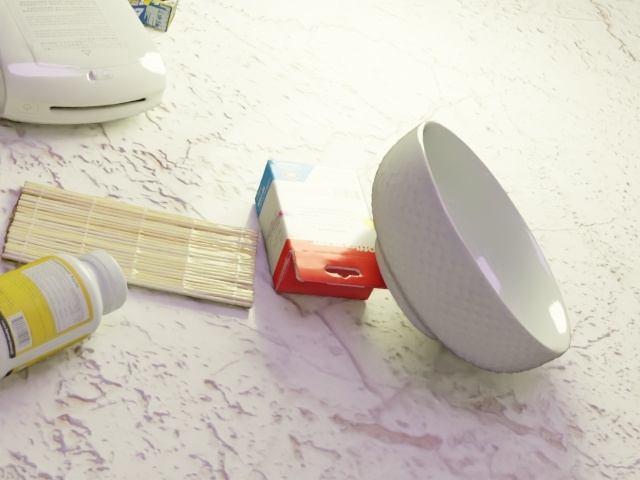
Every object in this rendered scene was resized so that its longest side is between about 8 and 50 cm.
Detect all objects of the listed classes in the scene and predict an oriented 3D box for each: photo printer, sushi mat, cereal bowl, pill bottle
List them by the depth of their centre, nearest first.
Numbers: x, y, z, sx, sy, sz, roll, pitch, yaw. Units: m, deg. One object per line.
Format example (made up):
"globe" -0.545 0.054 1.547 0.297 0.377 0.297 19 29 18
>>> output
"pill bottle" -0.308 0.075 1.284 0.103 0.103 0.184 41 42 22
"sushi mat" -0.234 0.004 1.468 0.316 0.019 0.151 12 41 -12
"cereal bowl" 0.171 0.024 1.480 0.339 0.141 0.339 45 26 -29
"photo printer" -0.375 -0.282 1.659 0.256 0.107 0.307 -9 49 -32

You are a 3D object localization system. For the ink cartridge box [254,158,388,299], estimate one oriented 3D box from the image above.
"ink cartridge box" 0.000 0.000 1.532 0.134 0.078 0.231 6 42 -20

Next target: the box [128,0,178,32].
"box" -0.314 -0.392 1.855 0.169 0.054 0.059 18 40 -5
